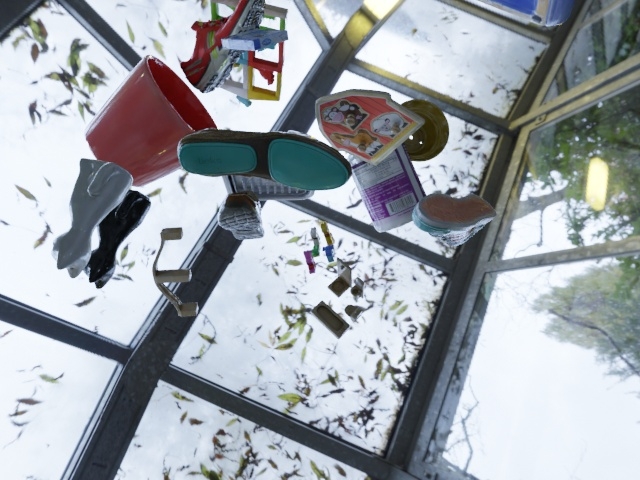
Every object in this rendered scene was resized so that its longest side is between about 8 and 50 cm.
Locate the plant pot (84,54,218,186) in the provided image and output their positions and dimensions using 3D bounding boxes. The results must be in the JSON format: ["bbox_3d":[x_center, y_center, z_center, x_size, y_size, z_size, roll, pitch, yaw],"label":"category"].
[{"bbox_3d":[-0.431,-0.281,1.018,0.243,0.275,0.274,-33,-85,10],"label":"plant pot"}]

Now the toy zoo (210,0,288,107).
[{"bbox_3d":[-0.193,-0.490,1.080,0.193,0.293,0.030,13,-126,0],"label":"toy zoo"}]

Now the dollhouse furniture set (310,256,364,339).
[{"bbox_3d":[0.052,0.166,1.148,0.151,0.123,0.144,-41,-116,-19],"label":"dollhouse furniture set"}]

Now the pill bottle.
[{"bbox_3d":[0.174,-0.189,1.117,0.169,0.169,0.301,-27,-85,-27],"label":"pill bottle"}]

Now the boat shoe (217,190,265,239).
[{"bbox_3d":[-0.236,-0.090,1.207,0.123,0.324,0.119,-1,-103,-5],"label":"boat shoe"}]

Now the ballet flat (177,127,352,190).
[{"bbox_3d":[-0.107,-0.177,0.809,0.343,0.116,0.124,3,-143,1],"label":"ballet flat"}]

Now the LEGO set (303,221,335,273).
[{"bbox_3d":[0.000,0.000,1.285,0.087,0.227,0.093,-15,-64,11],"label":"LEGO set"}]

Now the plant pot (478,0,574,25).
[{"bbox_3d":[0.330,-0.484,0.589,0.236,0.236,0.212,39,-81,22],"label":"plant pot"}]

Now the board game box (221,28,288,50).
[{"bbox_3d":[-0.123,-0.380,0.755,0.090,0.090,0.020,-39,-43,-37],"label":"board game box"}]

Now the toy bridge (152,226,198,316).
[{"bbox_3d":[-0.268,0.064,0.726,0.063,0.026,0.188,-3,-60,-5],"label":"toy bridge"}]

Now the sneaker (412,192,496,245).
[{"bbox_3d":[0.299,-0.035,0.936,0.302,0.121,0.108,-6,-129,-43],"label":"sneaker"}]

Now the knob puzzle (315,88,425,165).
[{"bbox_3d":[0.076,-0.223,0.791,0.213,0.213,0.029,21,-117,-19],"label":"knob puzzle"}]

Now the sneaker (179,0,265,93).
[{"bbox_3d":[-0.238,-0.474,0.926,0.118,0.279,0.107,44,-153,-8],"label":"sneaker"}]

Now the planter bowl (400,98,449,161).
[{"bbox_3d":[0.328,-0.371,1.398,0.218,0.090,0.216,0,-92,-5],"label":"planter bowl"}]

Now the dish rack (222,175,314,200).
[{"bbox_3d":[-0.150,-0.209,1.207,0.286,0.333,0.072,-2,-106,-7],"label":"dish rack"}]

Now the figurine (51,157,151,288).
[{"bbox_3d":[-0.415,-0.021,0.754,0.093,0.215,0.209,15,-106,-5],"label":"figurine"}]
